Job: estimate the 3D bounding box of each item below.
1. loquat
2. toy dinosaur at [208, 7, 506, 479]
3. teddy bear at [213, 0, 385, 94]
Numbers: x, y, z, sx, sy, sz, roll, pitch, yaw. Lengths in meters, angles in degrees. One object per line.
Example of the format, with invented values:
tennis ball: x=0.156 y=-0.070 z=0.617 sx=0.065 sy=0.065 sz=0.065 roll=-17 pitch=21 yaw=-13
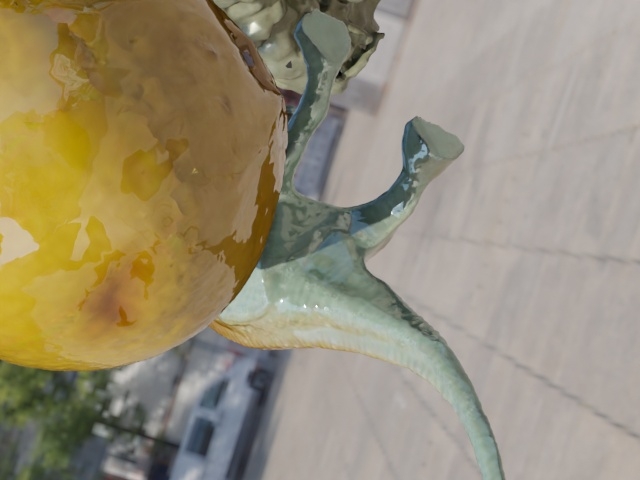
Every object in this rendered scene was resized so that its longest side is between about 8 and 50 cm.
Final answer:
loquat: x=-0.118 y=-0.040 z=0.702 sx=0.208 sy=0.208 sz=0.208 roll=-162 pitch=90 yaw=-87
toy dinosaur: x=0.000 y=0.000 z=0.807 sx=0.092 sy=0.393 sz=0.205 roll=-2 pitch=-44 yaw=-50
teddy bear: x=-0.041 y=-0.329 z=1.041 sx=0.367 sy=0.357 sz=0.224 roll=-51 pitch=-12 yaw=20
